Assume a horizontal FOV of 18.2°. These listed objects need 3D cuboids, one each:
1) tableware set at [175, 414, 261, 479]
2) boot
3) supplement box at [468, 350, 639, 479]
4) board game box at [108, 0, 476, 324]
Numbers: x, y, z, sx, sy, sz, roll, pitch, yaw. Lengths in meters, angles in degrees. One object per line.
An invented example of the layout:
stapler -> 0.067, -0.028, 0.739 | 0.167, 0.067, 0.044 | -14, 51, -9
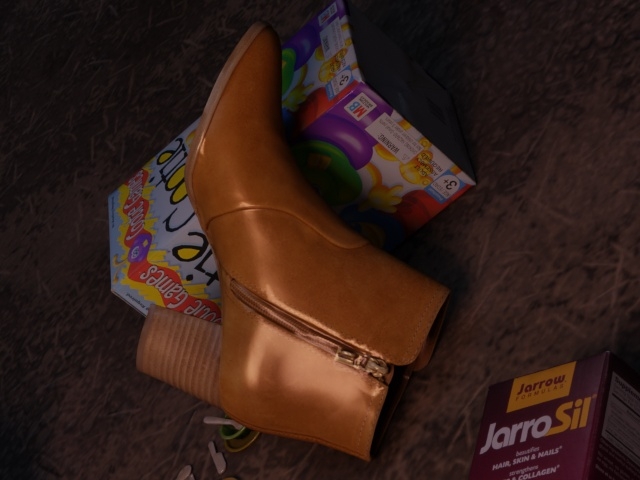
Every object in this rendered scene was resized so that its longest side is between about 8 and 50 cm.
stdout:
tableware set -> -0.083, 0.182, 1.584 | 0.154, 0.024, 0.104 | -45, 30, 10
boot -> 0.000, 0.001, 1.479 | 0.104, 0.211, 0.295 | 18, -92, -78
supplement box -> 0.147, 0.173, 1.213 | 0.104, 0.081, 0.188 | -22, 40, 42
board game box -> -0.030, -0.042, 1.640 | 0.275, 0.142, 0.144 | -40, 31, 19
